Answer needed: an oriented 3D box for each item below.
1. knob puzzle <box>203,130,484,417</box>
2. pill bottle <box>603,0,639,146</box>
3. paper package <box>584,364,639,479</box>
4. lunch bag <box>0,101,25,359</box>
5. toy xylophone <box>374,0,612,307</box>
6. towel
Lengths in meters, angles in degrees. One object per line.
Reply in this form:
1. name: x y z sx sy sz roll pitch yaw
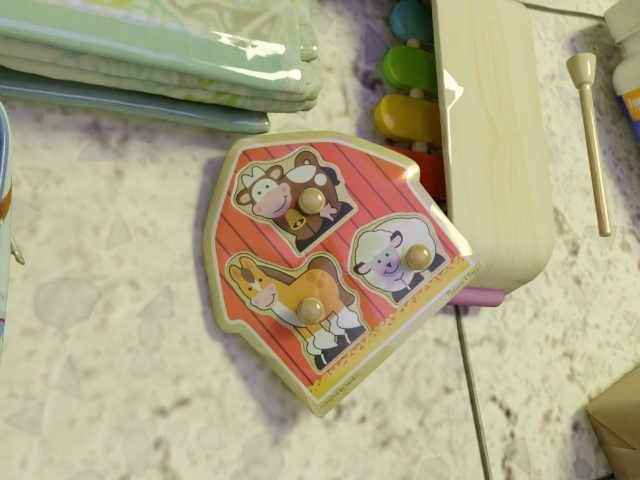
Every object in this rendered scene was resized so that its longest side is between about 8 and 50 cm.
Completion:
1. knob puzzle: 0.000 0.000 0.514 0.213 0.030 0.213 1 82 -5
2. pill bottle: 0.419 -0.153 0.773 0.152 0.152 0.272 -26 91 -33
3. paper package: 0.472 0.154 0.634 0.325 0.309 0.168 -22 92 -32
4. lunch bag: -0.297 0.008 0.327 0.303 0.115 0.243 5 73 -29
5. toy xylophone: 0.153 -0.095 0.640 0.236 0.081 0.322 15 71 -27
6. towel: -0.174 -0.251 0.482 0.375 0.090 0.320 5 72 -30
